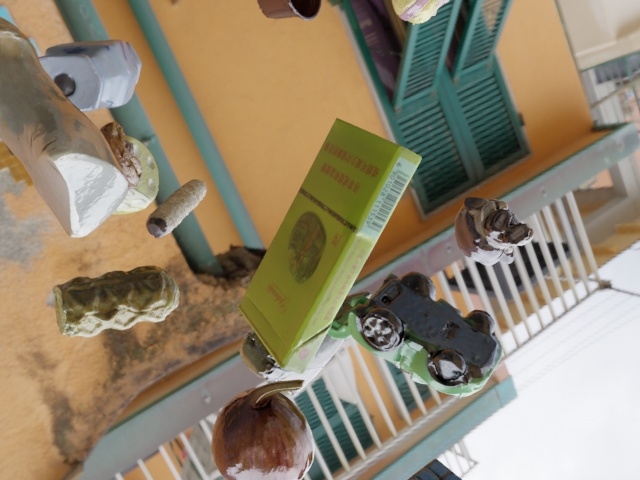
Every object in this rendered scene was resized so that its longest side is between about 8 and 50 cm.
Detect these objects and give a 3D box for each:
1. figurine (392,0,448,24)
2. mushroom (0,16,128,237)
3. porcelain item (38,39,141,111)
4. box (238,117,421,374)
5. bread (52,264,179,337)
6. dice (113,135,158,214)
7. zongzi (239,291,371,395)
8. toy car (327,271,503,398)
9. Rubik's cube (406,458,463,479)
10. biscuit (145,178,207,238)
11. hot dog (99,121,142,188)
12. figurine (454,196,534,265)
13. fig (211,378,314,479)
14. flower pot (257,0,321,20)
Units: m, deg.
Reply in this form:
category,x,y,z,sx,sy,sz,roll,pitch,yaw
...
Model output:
category,x,y,z,sx,sy,sz,roll,pitch,yaw
figurine,0.146,-0.353,0.892,0.083,0.083,0.187,-15,-166,34
mushroom,-0.427,-0.189,0.944,0.126,0.397,0.177,-30,150,-24
porcelain item,-0.647,-0.471,1.773,0.242,0.179,0.405,-2,-159,2
box,0.000,0.000,0.891,0.335,0.047,0.187,-62,-146,8
bread,-0.454,0.133,1.409,0.267,0.152,0.130,-10,141,-26
dice,-0.562,-0.179,1.730,0.169,0.169,0.166,-14,156,14
zongzi,-0.029,0.237,1.711,0.393,0.174,0.356,-43,158,-4
toy car,0.204,0.203,1.361,0.358,0.176,0.213,31,-142,17
Rubik's cube,0.241,0.662,1.327,0.237,0.238,0.237,-17,-141,-41
biscuit,-0.299,-0.069,1.298,0.061,0.055,0.219,-29,-165,27
hot dog,-0.508,-0.196,1.517,0.099,0.161,0.227,-24,-171,-36
figurine,0.533,-0.053,1.894,0.365,0.218,0.206,105,9,-77
fig,-0.099,0.305,1.037,0.175,0.207,0.175,-5,-154,2
flower pot,-0.064,-0.442,1.119,0.089,0.111,0.111,-1,-155,38
